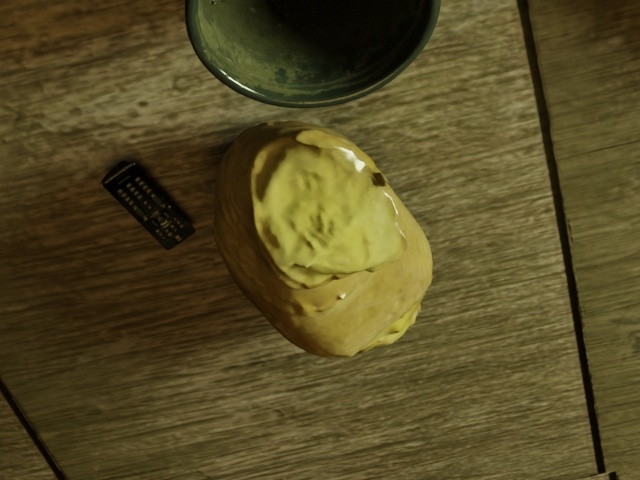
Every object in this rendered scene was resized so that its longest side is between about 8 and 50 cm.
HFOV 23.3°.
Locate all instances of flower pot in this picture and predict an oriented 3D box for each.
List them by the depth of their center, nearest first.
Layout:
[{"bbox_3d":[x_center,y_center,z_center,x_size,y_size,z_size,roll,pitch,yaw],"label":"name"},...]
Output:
[{"bbox_3d":[-0.009,-0.174,0.976,0.157,0.107,0.157,-5,135,-5],"label":"flower pot"}]

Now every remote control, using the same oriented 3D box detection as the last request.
[{"bbox_3d":[-0.130,-0.028,1.182,0.034,0.016,0.091,-34,133,6],"label":"remote control"}]

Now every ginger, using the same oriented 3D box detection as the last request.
[{"bbox_3d":[0.000,0.000,1.141,0.138,0.152,0.267,-39,152,-4],"label":"ginger"}]
